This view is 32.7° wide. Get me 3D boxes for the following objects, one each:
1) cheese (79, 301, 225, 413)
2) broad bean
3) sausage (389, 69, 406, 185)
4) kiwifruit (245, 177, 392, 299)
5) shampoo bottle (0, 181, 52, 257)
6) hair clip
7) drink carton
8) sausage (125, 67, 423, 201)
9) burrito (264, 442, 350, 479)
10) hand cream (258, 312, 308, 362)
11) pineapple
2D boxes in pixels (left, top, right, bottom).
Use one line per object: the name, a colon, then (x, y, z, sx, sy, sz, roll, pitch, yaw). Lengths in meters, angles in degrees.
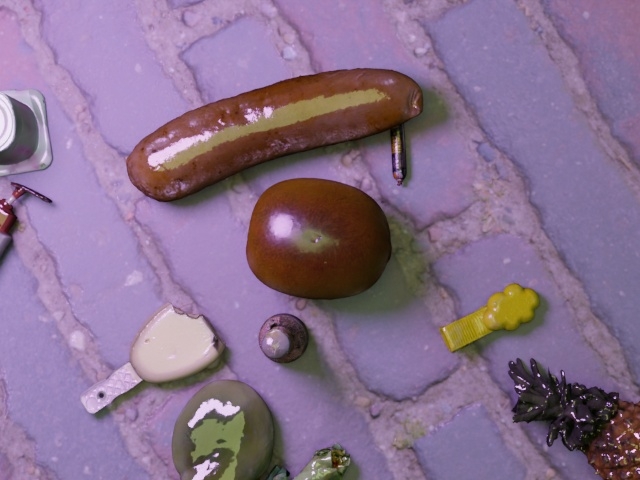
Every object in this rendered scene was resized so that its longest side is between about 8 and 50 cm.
cheese: (-0.290, 0.201, 1.817, 0.255, 0.050, 0.127, -33, 87, 0)
broad bean: (-0.158, 0.343, 1.786, 0.169, 0.100, 0.228, -4, 86, -5)
sausage: (0.127, -0.190, 1.833, 0.028, 0.025, 0.198, -4, 87, 9)
kiwifruit: (0.000, 0.000, 1.749, 0.234, 0.196, 0.196, 13, 88, -4)
shampoo bottle: (-0.580, 0.008, 1.826, 0.153, 0.071, 0.284, 42, 90, 4)
hair clip: (0.282, 0.125, 1.803, 0.173, 0.046, 0.072, -23, 91, -1)
drink carton: (-0.538, -0.185, 1.800, 0.144, 0.142, 0.146, -9, 89, 2)
sausage: (-0.080, -0.189, 1.788, 0.501, 0.123, 0.136, -18, 69, 1)
burrito: (-0.067, 0.440, 1.787, 0.104, 0.054, 0.288, 43, 89, -19)
hand cream: (-0.066, 0.161, 1.735, 0.084, 0.203, 0.084, 0, 89, 3)
pineapple: (0.444, 0.293, 1.744, 0.340, 0.169, 0.169, 34, 89, 12)
